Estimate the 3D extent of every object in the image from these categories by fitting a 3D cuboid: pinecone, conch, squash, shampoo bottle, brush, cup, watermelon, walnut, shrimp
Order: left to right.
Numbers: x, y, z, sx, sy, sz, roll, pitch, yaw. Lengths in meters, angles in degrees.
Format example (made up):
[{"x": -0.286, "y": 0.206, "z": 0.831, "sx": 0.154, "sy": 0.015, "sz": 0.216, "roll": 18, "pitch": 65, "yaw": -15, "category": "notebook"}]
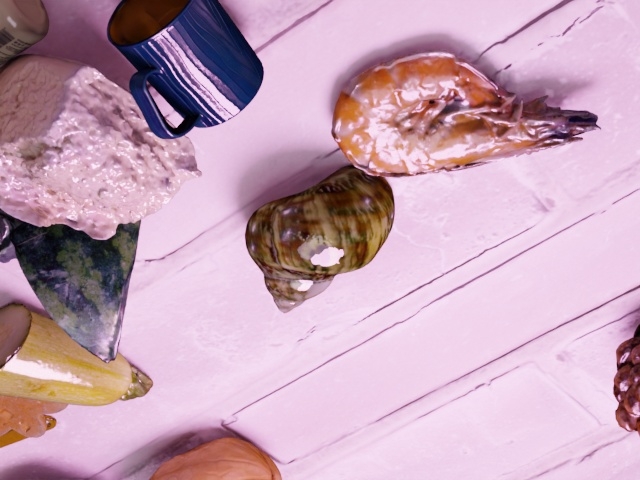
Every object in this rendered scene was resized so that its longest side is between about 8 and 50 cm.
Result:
[{"x": -0.368, "y": -0.211, "z": 1.138, "sx": 0.162, "sy": 0.079, "sz": 0.079, "roll": -26, "pitch": 131, "yaw": 20, "category": "shampoo bottle"}, {"x": -0.505, "y": 0.313, "z": 1.687, "sx": 0.218, "sy": 0.010, "sz": 0.082, "roll": -24, "pitch": 132, "yaw": 15, "category": "brush"}, {"x": -0.342, "y": 0.170, "z": 1.496, "sx": 0.288, "sy": 0.137, "sz": 0.137, "roll": 18, "pitch": 130, "yaw": -30, "category": "squash"}, {"x": -0.253, "y": 0.041, "z": 1.329, "sx": 0.136, "sy": 0.207, "sz": 0.202, "roll": -19, "pitch": 175, "yaw": 23, "category": "watermelon"}, {"x": -0.150, "y": -0.189, "z": 1.148, "sx": 0.150, "sy": 0.113, "sz": 0.138, "roll": -46, "pitch": 131, "yaw": -7, "category": "cup"}, {"x": -0.168, "y": 0.408, "z": 1.699, "sx": 0.226, "sy": 0.193, "sz": 0.193, "roll": -19, "pitch": 133, "yaw": 10, "category": "walnut"}, {"x": 0.000, "y": 0.003, "z": 1.359, "sx": 0.187, "sy": 0.124, "sz": 0.181, "roll": 12, "pitch": 135, "yaw": -28, "category": "conch"}, {"x": 0.169, "y": -0.153, "z": 1.269, "sx": 0.317, "sy": 0.062, "sz": 0.164, "roll": -4, "pitch": 132, "yaw": 1, "category": "shrimp"}, {"x": 0.541, "y": 0.202, "z": 1.553, "sx": 0.224, "sy": 0.224, "sz": 0.273, "roll": -39, "pitch": 158, "yaw": 28, "category": "pinecone"}]

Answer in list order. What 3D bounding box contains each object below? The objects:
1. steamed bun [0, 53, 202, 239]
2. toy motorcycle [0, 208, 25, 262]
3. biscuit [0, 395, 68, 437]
[{"x": -0.255, "y": -0.085, "z": 1.175, "sx": 0.200, "sy": 0.170, "sz": 0.225, "roll": 11, "pitch": 167, "yaw": 42, "category": "steamed bun"}, {"x": -0.505, "y": 0.032, "z": 1.321, "sx": 0.327, "sy": 0.143, "sz": 0.188, "roll": -40, "pitch": 126, "yaw": 20, "category": "toy motorcycle"}, {"x": -0.472, "y": 0.246, "z": 1.607, "sx": 0.234, "sy": 0.030, "sz": 0.153, "roll": -24, "pitch": 130, "yaw": 16, "category": "biscuit"}]
